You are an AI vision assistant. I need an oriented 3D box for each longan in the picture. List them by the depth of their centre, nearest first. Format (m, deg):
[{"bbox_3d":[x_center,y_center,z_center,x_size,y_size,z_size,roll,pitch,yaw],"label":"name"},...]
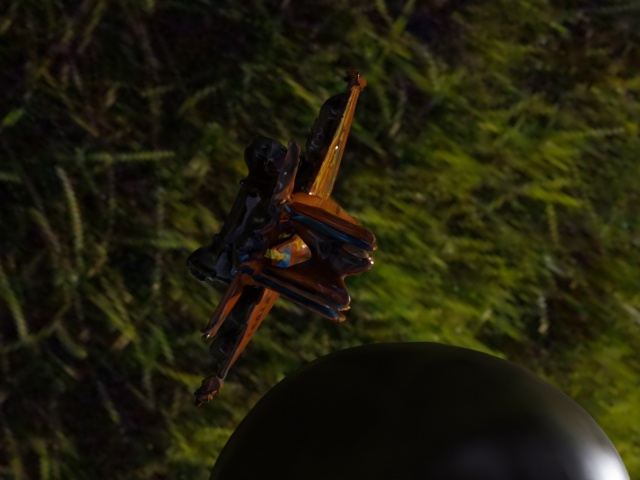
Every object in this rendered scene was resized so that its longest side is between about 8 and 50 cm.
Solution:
[{"bbox_3d":[0.068,0.215,1.009,0.319,0.319,0.319,-33,143,-29],"label":"longan"}]

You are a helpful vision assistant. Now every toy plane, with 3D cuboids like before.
[{"bbox_3d":[-0.010,-0.005,0.563,0.135,0.062,0.188,-64,-179,8],"label":"toy plane"}]
